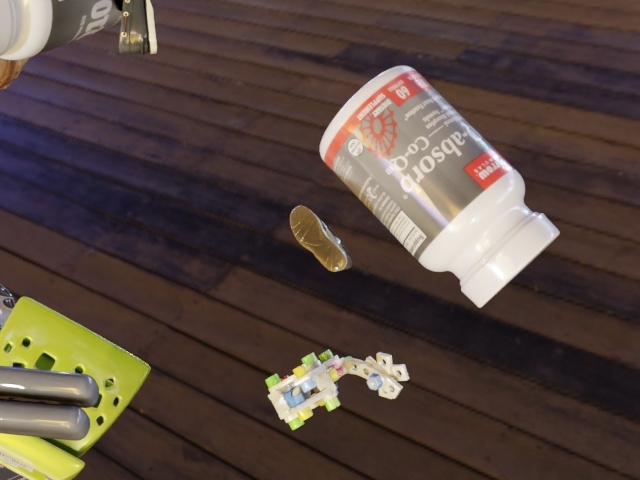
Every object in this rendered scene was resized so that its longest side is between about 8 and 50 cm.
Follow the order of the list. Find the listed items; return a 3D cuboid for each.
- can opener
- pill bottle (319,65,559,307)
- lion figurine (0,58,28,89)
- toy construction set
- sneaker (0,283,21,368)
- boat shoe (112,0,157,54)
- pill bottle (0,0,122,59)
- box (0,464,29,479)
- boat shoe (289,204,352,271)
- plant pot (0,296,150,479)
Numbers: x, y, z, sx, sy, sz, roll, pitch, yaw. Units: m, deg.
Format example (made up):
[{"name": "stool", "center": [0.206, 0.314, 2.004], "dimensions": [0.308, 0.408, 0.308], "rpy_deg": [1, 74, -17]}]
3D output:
[{"name": "can opener", "center": [-0.372, 0.170, 0.930], "dimensions": [0.280, 0.093, 0.074], "rpy_deg": [1, 57, 9]}, {"name": "pill bottle", "center": [0.188, -0.084, 1.381], "dimensions": [0.210, 0.210, 0.363], "rpy_deg": [-37, 77, -28]}, {"name": "lion figurine", "center": [-0.706, -0.360, 1.726], "dimensions": [0.240, 0.142, 0.392], "rpy_deg": [-47, 7, 5]}, {"name": "toy construction set", "center": [0.022, 0.296, 1.850], "dimensions": [0.327, 0.215, 0.151], "rpy_deg": [-3, 66, -42]}, {"name": "sneaker", "center": [-0.566, 0.202, 1.528], "dimensions": [0.107, 0.118, 0.279], "rpy_deg": [8, 43, -41]}, {"name": "boat shoe", "center": [-0.195, -0.254, 0.903], "dimensions": [0.042, 0.049, 0.133], "rpy_deg": [-4, 75, -11]}, {"name": "pill bottle", "center": [-0.353, -0.318, 1.082], "dimensions": [0.161, 0.161, 0.283], "rpy_deg": [13, 33, 28]}, {"name": "box", "center": [-0.639, 0.431, 1.694], "dimensions": [0.211, 0.396, 0.293], "rpy_deg": [-21, 1, -23]}, {"name": "boat shoe", "center": [0.000, 0.000, 1.561], "dimensions": [0.056, 0.049, 0.152], "rpy_deg": [-44, 63, 15]}, {"name": "plant pot", "center": [-0.424, 0.249, 1.345], "dimensions": [0.228, 0.227, 0.207], "rpy_deg": [32, 62, -9]}]
